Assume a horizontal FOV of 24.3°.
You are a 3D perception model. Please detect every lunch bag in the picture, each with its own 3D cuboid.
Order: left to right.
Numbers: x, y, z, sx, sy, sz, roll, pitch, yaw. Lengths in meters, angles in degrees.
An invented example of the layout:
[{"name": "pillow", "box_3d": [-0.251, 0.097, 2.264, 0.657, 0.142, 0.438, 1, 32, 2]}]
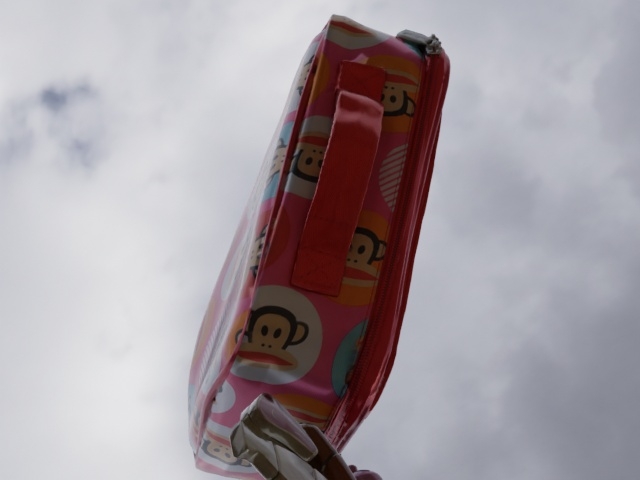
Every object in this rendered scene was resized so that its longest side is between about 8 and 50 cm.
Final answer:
[{"name": "lunch bag", "box_3d": [0.000, 0.000, 0.984, 0.120, 0.258, 0.293, 17, -122, -4]}]

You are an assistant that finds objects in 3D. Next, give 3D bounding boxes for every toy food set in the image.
[{"name": "toy food set", "box_3d": [0.006, 0.103, 0.588, 0.122, 0.078, 0.019, 42, -75, -17]}]
